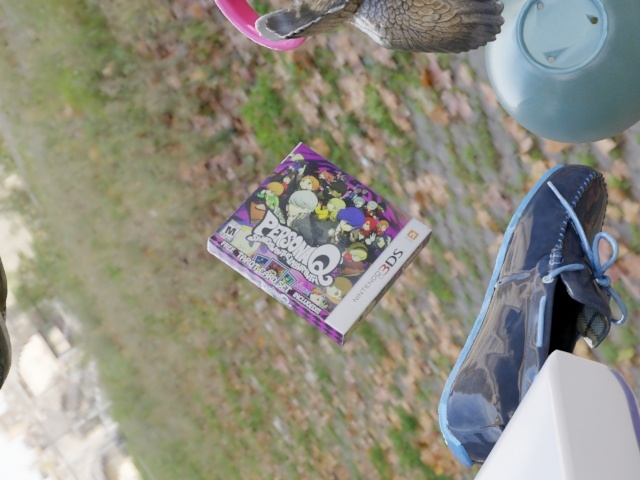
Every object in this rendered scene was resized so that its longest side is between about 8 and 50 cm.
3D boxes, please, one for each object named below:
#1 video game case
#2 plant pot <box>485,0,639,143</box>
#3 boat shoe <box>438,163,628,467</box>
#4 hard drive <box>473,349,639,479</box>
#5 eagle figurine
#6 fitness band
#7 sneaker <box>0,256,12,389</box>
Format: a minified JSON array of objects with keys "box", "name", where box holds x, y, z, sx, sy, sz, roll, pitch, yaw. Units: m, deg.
[{"box":[0.000,0.000,1.535,0.232,0.210,0.042,35,153,14],"name":"video game case"},{"box":[0.375,-0.300,1.680,0.290,0.290,0.195,52,-165,14],"name":"plant pot"},{"box":[0.175,0.057,0.819,0.089,0.258,0.109,3,149,38],"name":"boat shoe"},{"box":[0.046,0.227,0.442,0.210,0.040,0.318,-82,13,-58],"name":"hard drive"},{"box":[0.038,-0.297,1.320,0.298,0.226,0.225,54,177,40],"name":"eagle figurine"},{"box":[-0.087,-0.413,1.739,0.209,0.054,0.291,31,152,11],"name":"fitness band"},{"box":[-0.425,-0.021,1.246,0.182,0.158,0.410,-99,8,-70],"name":"sneaker"}]
